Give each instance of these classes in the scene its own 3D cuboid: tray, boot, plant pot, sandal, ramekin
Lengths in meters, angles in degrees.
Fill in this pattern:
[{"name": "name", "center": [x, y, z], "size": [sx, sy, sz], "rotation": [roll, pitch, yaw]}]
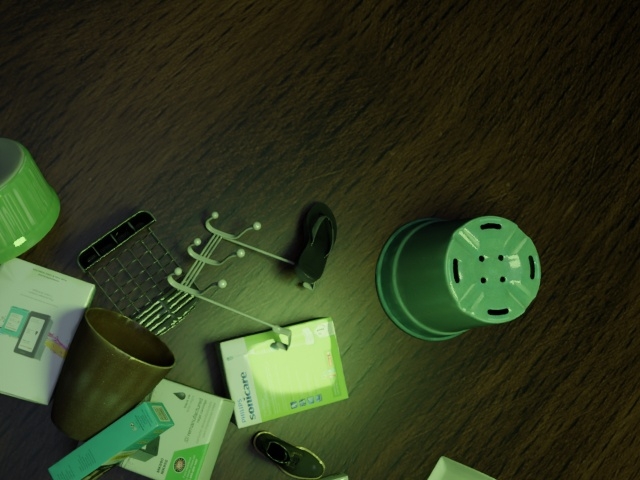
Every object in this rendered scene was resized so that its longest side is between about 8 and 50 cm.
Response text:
[{"name": "tray", "center": [0.340, 0.631, 1.751], "size": [0.030, 0.270, 0.145], "rotation": [39, 75, -13]}, {"name": "boot", "center": [-0.067, 0.534, 1.712], "size": [0.197, 0.137, 0.077], "rotation": [27, 77, -12]}, {"name": "plant pot", "center": [-0.458, 0.295, 1.483], "size": [0.215, 0.215, 0.230], "rotation": [34, 93, -10]}, {"name": "plant pot", "center": [0.358, 0.085, 1.791], "size": [0.340, 0.334, 0.342], "rotation": [2, 82, -17]}, {"name": "sandal", "center": [0.001, 0.001, 1.790], "size": [0.097, 0.054, 0.255], "rotation": [32, 44, -21]}, {"name": "ramekin", "center": [-0.729, -0.088, 1.502], "size": [0.303, 0.303, 0.148], "rotation": [-25, 134, -18]}]

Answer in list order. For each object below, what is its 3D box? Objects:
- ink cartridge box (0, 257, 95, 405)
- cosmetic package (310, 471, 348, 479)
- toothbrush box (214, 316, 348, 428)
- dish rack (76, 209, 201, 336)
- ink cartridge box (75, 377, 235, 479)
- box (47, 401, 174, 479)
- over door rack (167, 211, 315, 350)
[{"name": "ink cartridge box", "center": [-0.637, 0.197, 1.556], "size": [0.197, 0.198, 0.270], "rotation": [21, 78, -13]}, {"name": "cosmetic package", "center": [-0.041, 0.654, 1.745], "size": [0.238, 0.060, 0.099], "rotation": [-10, 87, -17]}, {"name": "toothbrush box", "center": [-0.098, 0.317, 1.739], "size": [0.283, 0.122, 0.206], "rotation": [-12, 87, -18]}, {"name": "dish rack", "center": [-0.421, 0.090, 1.689], "size": [0.208, 0.074, 0.272], "rotation": [-39, 95, -22]}, {"name": "ink cartridge box", "center": [-0.368, 0.417, 1.591], "size": [0.289, 0.121, 0.211], "rotation": [15, 77, 11]}, {"name": "box", "center": [-0.434, 0.431, 1.480], "size": [0.244, 0.100, 0.060], "rotation": [-35, 74, 0]}, {"name": "over door rack", "center": [-0.166, 0.078, 1.687], "size": [0.324, 0.108, 0.240], "rotation": [29, 43, -3]}]
